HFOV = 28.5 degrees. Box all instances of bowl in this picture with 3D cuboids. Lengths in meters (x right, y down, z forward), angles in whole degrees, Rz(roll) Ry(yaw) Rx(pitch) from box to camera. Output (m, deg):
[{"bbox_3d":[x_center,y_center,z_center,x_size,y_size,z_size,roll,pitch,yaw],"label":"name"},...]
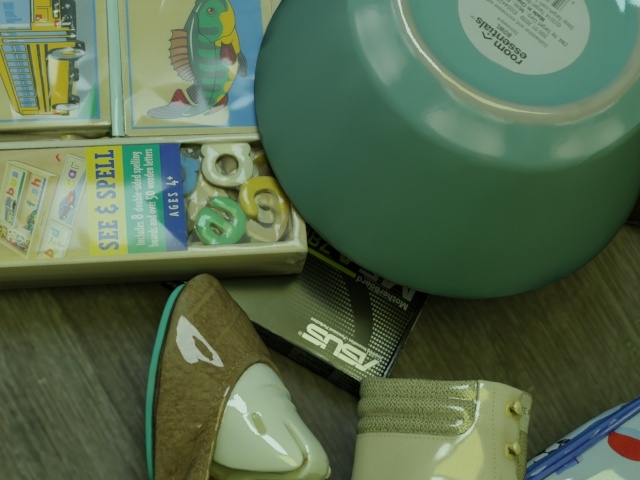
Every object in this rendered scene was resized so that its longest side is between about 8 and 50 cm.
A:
[{"bbox_3d":[0.117,-0.131,0.885,0.312,0.163,0.311,4,68,-9],"label":"bowl"}]

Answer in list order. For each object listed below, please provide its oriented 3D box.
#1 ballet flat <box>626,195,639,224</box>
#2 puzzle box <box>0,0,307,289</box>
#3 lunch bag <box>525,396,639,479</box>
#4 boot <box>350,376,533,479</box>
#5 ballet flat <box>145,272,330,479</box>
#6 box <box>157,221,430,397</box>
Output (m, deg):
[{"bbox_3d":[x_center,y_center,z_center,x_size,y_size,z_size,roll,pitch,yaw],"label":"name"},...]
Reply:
[{"bbox_3d":[0.269,-0.066,1.055,0.316,0.107,0.106,20,49,-13],"label":"ballet flat"},{"bbox_3d":[-0.163,-0.165,0.966,0.272,0.052,0.408,-4,70,-8],"label":"puzzle box"},{"bbox_3d":[0.245,0.282,0.919,0.243,0.115,0.303,-29,80,-18],"label":"lunch bag"},{"bbox_3d":[0.133,0.199,0.826,0.262,0.095,0.203,9,67,10],"label":"boot"},{"bbox_3d":[-0.060,0.192,0.849,0.124,0.116,0.342,0,72,29],"label":"ballet flat"},{"bbox_3d":[0.000,0.000,0.983,0.191,0.045,0.184,31,66,-1],"label":"box"}]
